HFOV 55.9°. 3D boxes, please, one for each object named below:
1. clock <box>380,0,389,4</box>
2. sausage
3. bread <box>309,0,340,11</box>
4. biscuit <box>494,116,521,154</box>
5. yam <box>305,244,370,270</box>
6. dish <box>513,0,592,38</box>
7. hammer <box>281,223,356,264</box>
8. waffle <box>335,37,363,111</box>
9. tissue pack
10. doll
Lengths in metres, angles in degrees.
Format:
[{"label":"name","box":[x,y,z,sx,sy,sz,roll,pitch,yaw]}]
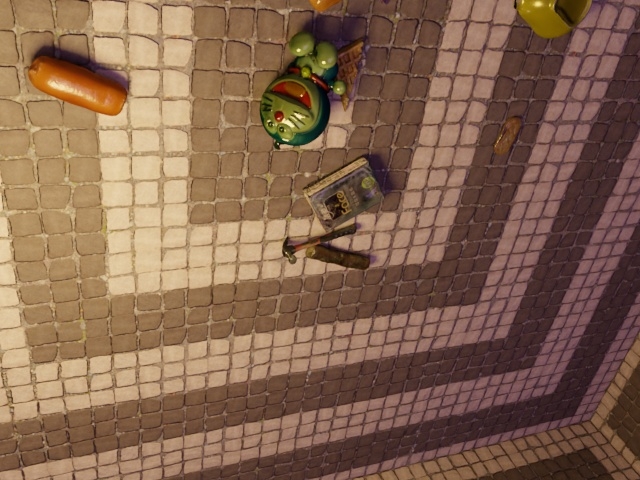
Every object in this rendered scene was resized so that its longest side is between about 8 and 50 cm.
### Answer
[{"label":"clock","box":[0.163,-0.712,1.608,0.110,0.050,0.152,-54,144,-24]},{"label":"sausage","box":[-0.602,-0.384,1.509,0.238,0.098,0.098,18,114,-34]},{"label":"bread","box":[0.106,-0.736,1.495,0.381,0.185,0.109,-31,145,14]},{"label":"biscuit","box":[0.664,-0.370,2.139,0.071,0.018,0.147,4,120,-29]},{"label":"yam","box":[0.064,0.061,2.151,0.253,0.061,0.061,14,116,-32]},{"label":"dish","box":[0.740,-0.737,1.853,0.263,0.108,0.221,17,114,-33]},{"label":"hammer","box":[0.000,-0.001,2.060,0.288,0.111,0.033,-18,132,-22]},{"label":"waffle","box":[0.100,-0.487,1.795,0.125,0.032,0.191,-30,132,-5]},{"label":"tissue pack","box":[0.078,-0.152,1.993,0.236,0.073,0.173,-29,129,-3]},{"label":"doll","box":[-0.051,-0.399,1.686,0.321,0.199,0.186,-58,164,8]}]
